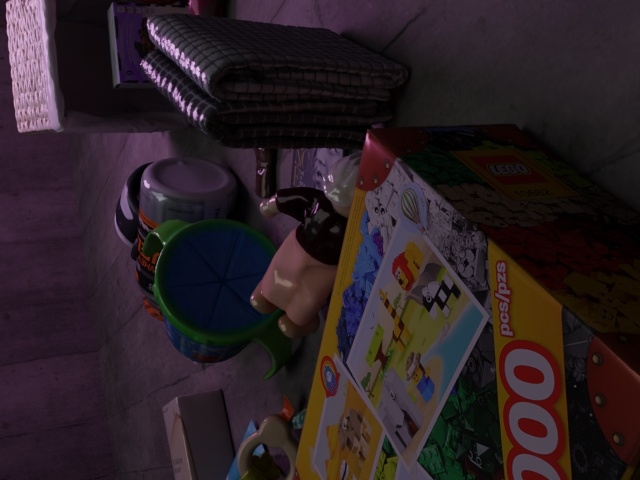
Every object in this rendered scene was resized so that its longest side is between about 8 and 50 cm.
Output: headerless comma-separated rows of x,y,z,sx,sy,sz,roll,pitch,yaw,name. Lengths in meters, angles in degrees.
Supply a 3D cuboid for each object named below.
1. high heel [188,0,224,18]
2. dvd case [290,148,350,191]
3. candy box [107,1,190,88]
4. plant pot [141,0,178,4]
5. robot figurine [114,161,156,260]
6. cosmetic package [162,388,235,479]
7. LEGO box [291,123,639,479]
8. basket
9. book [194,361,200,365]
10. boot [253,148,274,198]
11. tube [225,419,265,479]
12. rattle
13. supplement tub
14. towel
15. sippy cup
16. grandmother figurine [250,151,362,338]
-0.205,-0.408,1.494,0.117,0.082,0.244,31,113,25,high heel
-0.003,-0.121,1.183,0.164,0.018,0.222,40,130,54,dvd case
-0.337,-0.406,1.593,0.070,0.196,0.165,-2,93,64,candy box
-0.339,-0.597,1.570,0.174,0.191,0.191,124,133,-59,plant pot
-0.388,-0.076,1.797,0.174,0.209,0.278,56,147,7,robot figurine
-0.268,0.513,1.738,0.160,0.113,0.310,-44,57,58,cosmetic package
0.159,0.193,0.729,0.372,0.193,0.501,50,138,48,LEGO box
-0.505,-0.399,1.724,0.266,0.328,0.332,1,98,49,basket
-0.324,0.229,1.887,0.144,0.035,0.096,44,137,51,book
-0.114,-0.135,1.388,0.106,0.037,0.114,-143,48,-58,boot
-0.160,0.471,1.589,0.080,0.052,0.207,54,136,37,tube
-0.065,0.362,1.394,0.130,0.142,0.200,17,97,28,rattle
-0.280,0.004,1.567,0.193,0.193,0.316,50,138,48,supplement tub
-0.064,-0.208,0.994,0.235,0.283,0.121,43,129,49,towel
-0.191,0.113,1.384,0.224,0.239,0.306,119,143,-58,sippy cup
0.000,0.000,1.103,0.207,0.104,0.342,34,134,0,grandmother figurine
